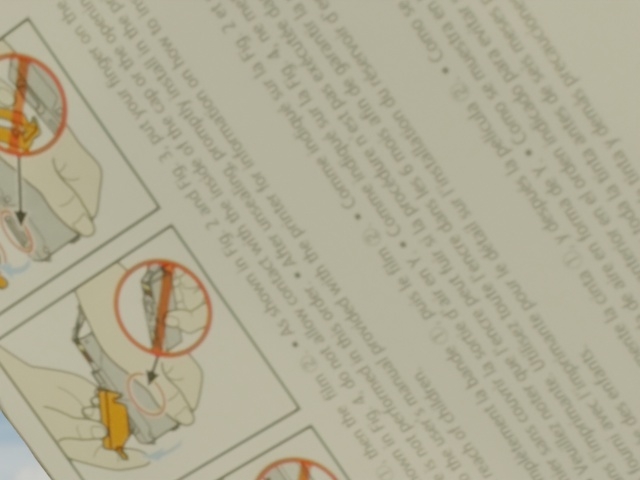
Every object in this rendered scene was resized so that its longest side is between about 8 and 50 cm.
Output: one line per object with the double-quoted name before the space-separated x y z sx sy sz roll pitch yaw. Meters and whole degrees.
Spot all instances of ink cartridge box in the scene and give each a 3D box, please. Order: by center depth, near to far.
"ink cartridge box" 0.000 0.000 0.384 0.239 0.275 0.060 -32 7 23
